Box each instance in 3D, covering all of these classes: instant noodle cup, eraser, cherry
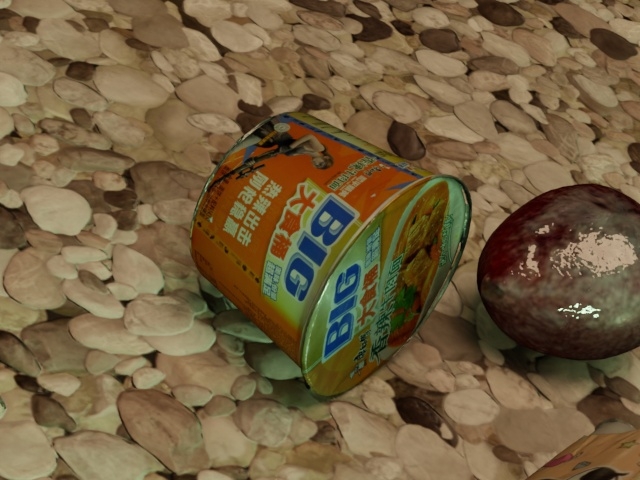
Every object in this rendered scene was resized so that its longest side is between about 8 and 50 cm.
[{"bbox_3d":[0.000,0.000,1.780,0.214,0.296,0.296,34,36,26],"label":"instant noodle cup"},{"bbox_3d":[0.284,0.279,1.694,0.290,0.171,0.087,-25,98,-47],"label":"eraser"},{"bbox_3d":[0.319,0.042,1.959,0.300,0.203,0.230,-10,55,-27],"label":"cherry"}]
